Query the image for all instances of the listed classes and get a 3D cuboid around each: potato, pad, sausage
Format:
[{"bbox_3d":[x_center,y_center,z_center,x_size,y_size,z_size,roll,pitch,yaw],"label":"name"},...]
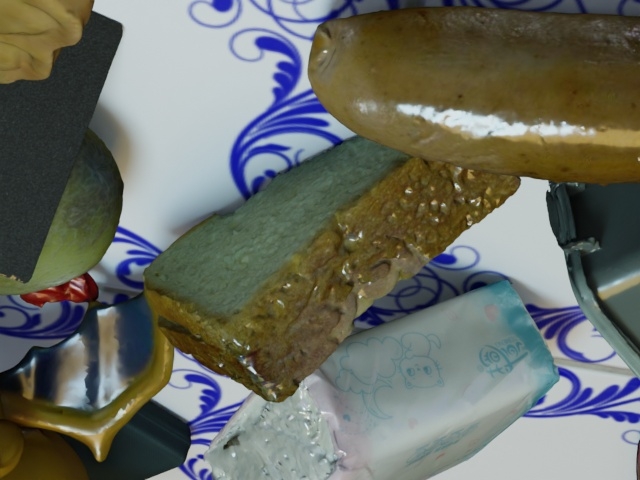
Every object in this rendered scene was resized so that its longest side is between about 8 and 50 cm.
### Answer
[{"bbox_3d":[-0.280,-0.050,1.343,0.251,0.159,0.174,22,115,-34],"label":"potato"},{"bbox_3d":[-0.245,-0.089,1.264,0.143,0.211,0.003,22,177,-21],"label":"pad"},{"bbox_3d":[0.239,-0.106,1.216,0.501,0.123,0.136,-1,117,10],"label":"sausage"}]

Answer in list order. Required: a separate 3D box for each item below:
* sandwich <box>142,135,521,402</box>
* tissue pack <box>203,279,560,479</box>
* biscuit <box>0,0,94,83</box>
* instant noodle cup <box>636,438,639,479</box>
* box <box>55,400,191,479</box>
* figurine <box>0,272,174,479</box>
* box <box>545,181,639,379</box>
[{"bbox_3d":[-0.003,-0.004,1.387,0.099,0.288,0.254,52,170,-17],"label":"sandwich"},{"bbox_3d":[0.055,0.151,1.488,0.271,0.124,0.201,-16,156,-38],"label":"tissue pack"},{"bbox_3d":[-0.295,-0.207,1.090,0.312,0.057,0.351,33,159,-12],"label":"biscuit"},{"bbox_3d":[0.451,0.295,1.668,0.255,0.244,0.244,-7,142,3],"label":"instant noodle cup"},{"bbox_3d":[-0.264,0.214,1.776,0.230,0.050,0.160,-26,133,34],"label":"box"},{"bbox_3d":[-0.310,0.193,1.537,0.401,0.268,0.387,-7,125,11],"label":"figurine"},{"bbox_3d":[0.296,0.021,1.366,0.135,0.163,0.243,-25,133,22],"label":"box"}]
